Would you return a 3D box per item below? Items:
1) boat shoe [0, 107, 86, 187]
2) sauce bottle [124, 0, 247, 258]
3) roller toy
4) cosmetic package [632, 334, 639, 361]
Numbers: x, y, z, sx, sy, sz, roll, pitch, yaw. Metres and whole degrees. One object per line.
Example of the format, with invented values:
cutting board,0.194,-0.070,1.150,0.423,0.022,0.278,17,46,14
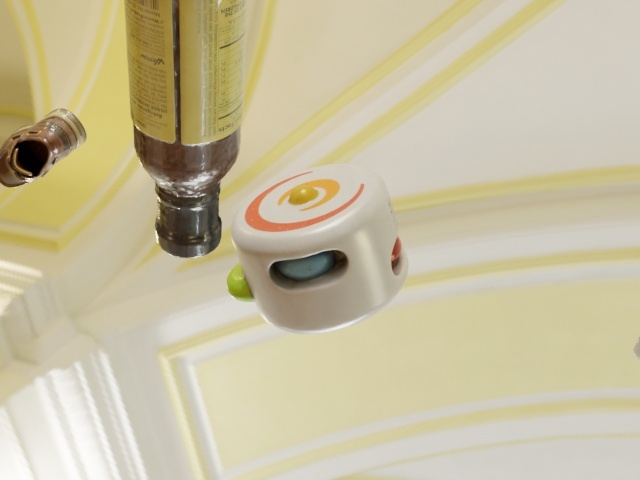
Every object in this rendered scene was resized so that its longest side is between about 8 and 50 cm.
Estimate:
boat shoe,-0.357,-0.104,1.097,0.178,0.060,0.064,-22,-68,43
sauce bottle,-0.128,-0.132,0.850,0.111,0.111,0.344,29,-46,23
roller toy,0.000,0.000,1.050,0.191,0.209,0.146,19,-45,49
cosmetic package,0.454,0.080,1.019,0.117,0.085,0.231,-118,-153,-44
